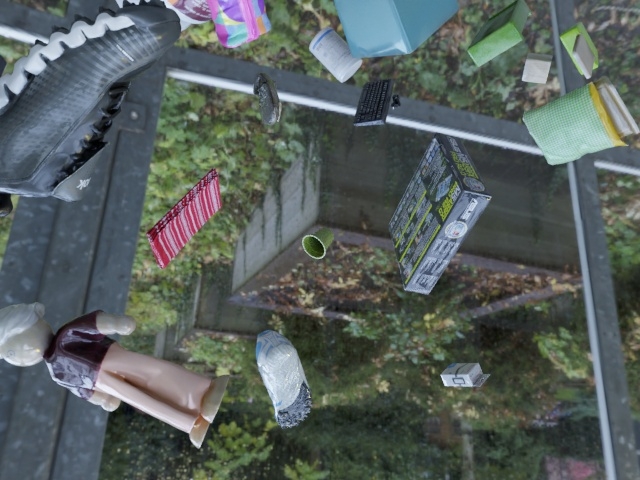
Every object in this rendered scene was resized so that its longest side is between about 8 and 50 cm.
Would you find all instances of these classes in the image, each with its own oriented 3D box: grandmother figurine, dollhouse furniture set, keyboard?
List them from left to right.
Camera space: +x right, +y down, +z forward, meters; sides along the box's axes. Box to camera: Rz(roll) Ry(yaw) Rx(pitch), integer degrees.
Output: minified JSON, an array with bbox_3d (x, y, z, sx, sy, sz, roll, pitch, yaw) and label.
[{"bbox_3d":[-0.308,0.177,0.725,0.343,0.104,0.207,22,114,-7],"label":"grandmother figurine"},{"bbox_3d":[0.142,-0.337,1.235,0.108,0.180,0.023,0,138,17],"label":"keyboard"},{"bbox_3d":[0.182,-0.112,0.403,0.076,0.058,0.151,-23,117,45],"label":"dollhouse furniture set"}]

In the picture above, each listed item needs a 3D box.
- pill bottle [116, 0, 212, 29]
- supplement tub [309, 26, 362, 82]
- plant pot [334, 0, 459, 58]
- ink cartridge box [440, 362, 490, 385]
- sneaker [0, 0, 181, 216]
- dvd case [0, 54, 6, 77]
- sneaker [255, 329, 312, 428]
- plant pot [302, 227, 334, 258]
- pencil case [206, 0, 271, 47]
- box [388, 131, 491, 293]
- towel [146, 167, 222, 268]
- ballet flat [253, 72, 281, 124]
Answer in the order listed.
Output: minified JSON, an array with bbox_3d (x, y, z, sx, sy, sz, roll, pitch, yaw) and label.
[{"bbox_3d":[-0.241,-0.600,1.065,0.393,0.223,0.224,-19,152,31],"label":"pill bottle"},{"bbox_3d":[0.033,-0.416,1.146,0.107,0.071,0.071,46,154,0],"label":"supplement tub"},{"bbox_3d":[0.118,-0.497,0.969,0.166,0.165,0.234,19,149,50],"label":"plant pot"},{"bbox_3d":[0.294,0.272,1.038,0.083,0.028,0.048,-16,-172,47],"label":"ink cartridge box"},{"bbox_3d":[-0.194,-0.088,0.388,0.235,0.106,0.078,-28,-161,5],"label":"sneaker"},{"bbox_3d":[-0.566,-0.195,0.666,0.239,0.179,0.029,13,163,-4],"label":"dvd case"},{"bbox_3d":[-0.073,0.275,1.010,0.085,0.086,0.237,-19,122,-17],"label":"sneaker"},{"bbox_3d":[0.000,0.000,1.563,0.083,0.079,0.083,20,131,25],"label":"plant pot"},{"bbox_3d":[-0.149,-0.425,0.795,0.105,0.104,0.236,-2,141,12],"label":"pencil case"},{"bbox_3d":[0.235,-0.056,1.076,0.060,0.216,0.270,10,129,-15],"label":"box"},{"bbox_3d":[-0.369,-0.055,1.423,0.031,0.274,0.198,33,153,10],"label":"towel"},{"bbox_3d":[-0.123,-0.353,1.261,0.058,0.249,0.084,6,121,-20],"label":"ballet flat"}]
